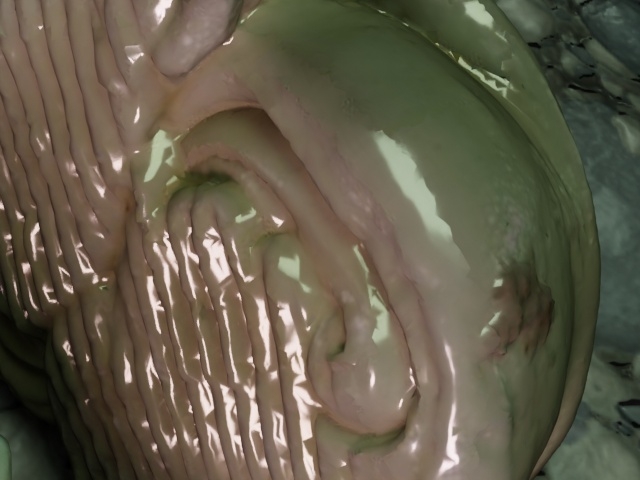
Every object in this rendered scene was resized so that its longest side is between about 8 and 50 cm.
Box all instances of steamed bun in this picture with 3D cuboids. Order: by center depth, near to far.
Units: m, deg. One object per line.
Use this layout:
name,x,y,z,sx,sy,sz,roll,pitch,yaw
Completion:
steamed bun,-0.006,-0.009,0.806,0.219,0.324,0.309,-25,77,-37

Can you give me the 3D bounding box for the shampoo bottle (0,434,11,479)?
shampoo bottle,-0.304,0.123,0.713,0.359,0.134,0.078,2,57,-16
